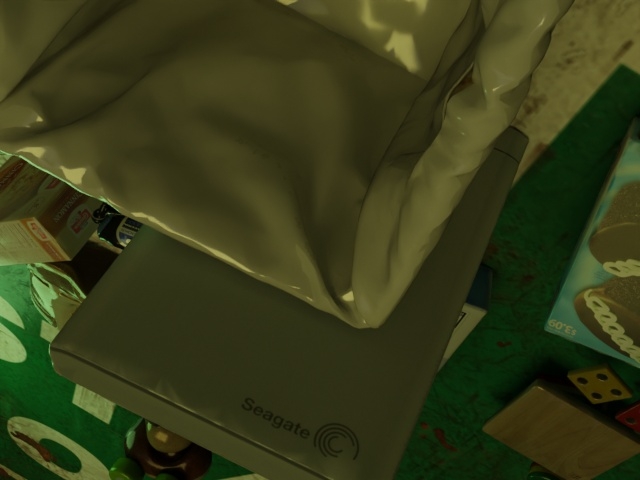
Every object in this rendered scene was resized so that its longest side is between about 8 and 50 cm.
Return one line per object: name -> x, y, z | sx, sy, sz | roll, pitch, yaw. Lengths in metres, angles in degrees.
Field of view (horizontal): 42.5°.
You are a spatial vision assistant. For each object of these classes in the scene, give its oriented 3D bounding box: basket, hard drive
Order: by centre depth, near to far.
basket -> -0.021, -0.178, 0.508 | 0.331, 0.266, 0.328 | 27, 142, 5
hard drive -> 0.000, 0.000, 0.621 | 0.233, 0.353, 0.047 | 24, 143, 8

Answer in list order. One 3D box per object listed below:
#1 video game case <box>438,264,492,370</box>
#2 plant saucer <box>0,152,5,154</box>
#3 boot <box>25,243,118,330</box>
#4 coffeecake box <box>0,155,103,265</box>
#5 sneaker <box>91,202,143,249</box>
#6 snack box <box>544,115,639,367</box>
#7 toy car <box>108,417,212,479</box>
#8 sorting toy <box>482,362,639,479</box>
video game case -> 0.014, 0.072, 0.900 | 0.269, 0.061, 0.244 | 20, 142, -3
plant saucer -> -0.352, -0.270, 0.739 | 0.400, 0.101, 0.401 | 14, 133, 16
boot -> -0.326, 0.080, 1.155 | 0.213, 0.077, 0.165 | 29, 142, 10
coffeecake box -> -0.327, -0.044, 0.960 | 0.185, 0.142, 0.068 | -4, 131, 36
sneaker -> -0.150, -0.059, 0.825 | 0.129, 0.147, 0.330 | 17, 140, 16
snack box -> 0.360, 0.047, 0.634 | 0.321, 0.060, 0.187 | 21, 124, 13
toy car -> -0.245, 0.286, 1.282 | 0.148, 0.155, 0.189 | 14, 130, 20
sorting toy -> 0.275, 0.199, 0.916 | 0.132, 0.046, 0.274 | 30, 143, 1
